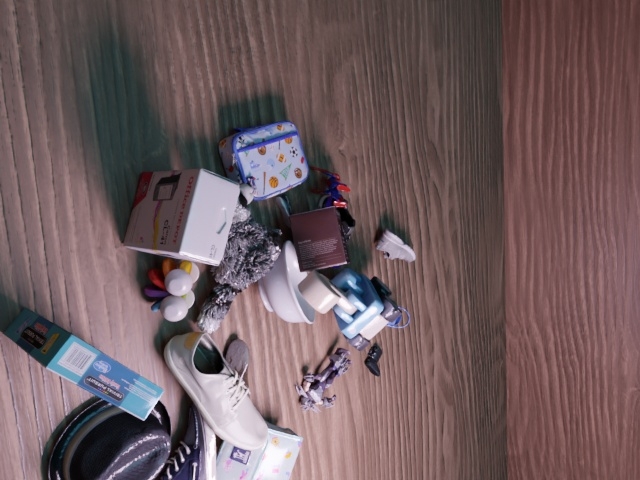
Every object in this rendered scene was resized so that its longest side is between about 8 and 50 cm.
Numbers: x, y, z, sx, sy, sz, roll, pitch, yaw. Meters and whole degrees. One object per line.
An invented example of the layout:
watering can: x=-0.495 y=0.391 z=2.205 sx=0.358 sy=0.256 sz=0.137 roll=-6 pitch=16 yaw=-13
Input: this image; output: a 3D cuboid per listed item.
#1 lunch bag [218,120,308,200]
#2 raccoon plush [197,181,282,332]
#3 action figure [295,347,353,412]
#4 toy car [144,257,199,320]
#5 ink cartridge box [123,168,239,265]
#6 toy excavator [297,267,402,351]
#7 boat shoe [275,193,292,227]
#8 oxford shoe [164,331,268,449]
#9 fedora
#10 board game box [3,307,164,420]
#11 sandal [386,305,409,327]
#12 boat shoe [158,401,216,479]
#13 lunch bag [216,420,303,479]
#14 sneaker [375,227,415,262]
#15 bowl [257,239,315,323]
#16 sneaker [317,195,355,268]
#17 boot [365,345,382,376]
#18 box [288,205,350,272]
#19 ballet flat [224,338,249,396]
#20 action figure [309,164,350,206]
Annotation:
lunch bag: x=-0.188 y=-0.271 z=1.582 sx=0.303 sy=0.115 sz=0.243 roll=-28 pitch=110 yaw=-42
raccoon plush: x=-0.311 y=0.030 z=1.422 sx=0.299 sy=0.216 sz=0.446 roll=39 pitch=66 yaw=-33
action figure: x=0.014 y=0.554 z=1.861 sx=0.285 sy=0.099 sz=0.185 roll=-47 pitch=129 yaw=-29
toy car: x=-0.431 y=0.136 z=1.355 sx=0.136 sy=0.159 sz=0.181 roll=11 pitch=100 yaw=-7
ink cartridge box: x=-0.377 y=-0.066 z=1.264 sx=0.131 sy=0.306 sz=0.226 roll=20 pitch=78 yaw=-45
toy excavator: x=0.078 y=0.209 z=1.729 sx=0.445 sy=0.433 sz=0.222 roll=41 pitch=101 yaw=-21
boat shoe: x=-0.121 y=-0.106 z=1.709 sx=0.038 sy=0.046 sz=0.125 roll=-33 pitch=108 yaw=-34
oxford shoe: x=-0.289 y=0.457 z=1.432 sx=0.449 sy=0.130 sz=0.169 roll=56 pitch=22 yaw=-13
fedora: x=-0.529 y=0.576 z=1.270 sx=0.334 sy=0.153 sz=0.333 roll=-4 pitch=95 yaw=-45
board game box: x=-0.551 y=0.279 z=1.092 sx=0.253 sy=0.336 sz=0.079 roll=50 pitch=59 yaw=-35
sandal: x=0.281 y=0.322 z=2.086 sx=0.317 sy=0.138 sz=0.126 roll=13 pitch=86 yaw=-43
boat shoe: x=-0.406 y=0.659 z=1.430 sx=0.158 sy=0.127 sz=0.340 roll=-3 pitch=85 yaw=-29
lunch bag: x=-0.221 y=0.722 z=1.594 sx=0.262 sy=0.160 sz=0.223 roll=29 pitch=75 yaw=-29
sneaker: x=0.337 y=0.039 z=2.171 sx=0.115 sy=0.105 sz=0.281 roll=-46 pitch=136 yaw=9
bowl: x=-0.127 y=0.157 z=1.618 sx=0.298 sy=0.134 sz=0.297 roll=-16 pitch=90 yaw=-82
sneaker: x=0.070 y=-0.030 z=1.835 sx=0.102 sy=0.146 sz=0.293 roll=-15 pitch=104 yaw=-44
boot: x=0.251 y=0.543 z=2.138 sx=0.121 sy=0.045 sz=0.099 roll=54 pitch=54 yaw=-33
box: x=0.000 y=0.000 z=1.678 sx=0.168 sy=0.167 sz=0.203 roll=12 pitch=66 yaw=-82
ballet flat: x=-0.274 y=0.453 z=1.594 sx=0.084 sy=0.058 sz=0.249 roll=-6 pitch=93 yaw=-9
action figure: x=0.019 y=-0.204 z=1.743 sx=0.139 sy=0.280 sz=0.091 roll=13 pitch=106 yaw=-9
